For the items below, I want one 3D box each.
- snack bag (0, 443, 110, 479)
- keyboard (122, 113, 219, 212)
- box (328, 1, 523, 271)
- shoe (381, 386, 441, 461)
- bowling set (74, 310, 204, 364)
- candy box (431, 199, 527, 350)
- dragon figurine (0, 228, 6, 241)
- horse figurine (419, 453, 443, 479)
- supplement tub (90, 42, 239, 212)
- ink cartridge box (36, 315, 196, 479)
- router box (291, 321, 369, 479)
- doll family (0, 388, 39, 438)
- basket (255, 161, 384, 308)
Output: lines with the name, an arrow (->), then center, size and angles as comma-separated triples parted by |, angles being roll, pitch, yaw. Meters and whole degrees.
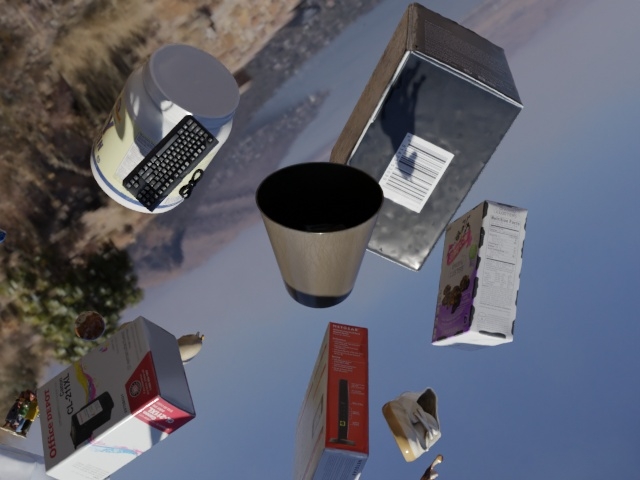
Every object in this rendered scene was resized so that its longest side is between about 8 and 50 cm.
snack bag -> -0.469, 0.473, 1.257 | 0.037, 0.342, 0.323 | -7, -119, 34
keyboard -> -0.263, -0.132, 1.547 | 0.180, 0.108, 0.023 | -46, -173, -1
box -> 0.230, -0.266, 2.088 | 0.479, 0.298, 0.471 | -61, -171, 27
shoe -> 0.128, 0.238, 1.151 | 0.058, 0.076, 0.219 | -30, 177, 8
bowling set -> -0.365, 0.211, 1.476 | 0.287, 0.200, 0.154 | -46, -178, -20
candy box -> 0.233, 0.057, 1.264 | 0.165, 0.070, 0.196 | 131, -30, -72
dragon figurine -> -0.525, -0.013, 1.258 | 0.144, 0.085, 0.289 | -35, -161, 7
horse figurine -> 0.189, 0.509, 1.518 | 0.174, 0.066, 0.263 | 115, -11, -50
supplement tub -> -0.331, -0.236, 1.812 | 0.235, 0.235, 0.325 | -38, 174, -47
ink cartridge box -> -0.249, 0.196, 1.021 | 0.175, 0.127, 0.072 | -35, 137, 11
router box -> 0.014, 0.380, 1.655 | 0.301, 0.082, 0.335 | -86, -170, -48
doll family -> -0.629, 0.363, 1.823 | 0.193, 0.076, 0.111 | -13, -131, 57
basket -> 0.000, 0.000, 1.435 | 0.205, 0.154, 0.226 | 0, 141, 0
